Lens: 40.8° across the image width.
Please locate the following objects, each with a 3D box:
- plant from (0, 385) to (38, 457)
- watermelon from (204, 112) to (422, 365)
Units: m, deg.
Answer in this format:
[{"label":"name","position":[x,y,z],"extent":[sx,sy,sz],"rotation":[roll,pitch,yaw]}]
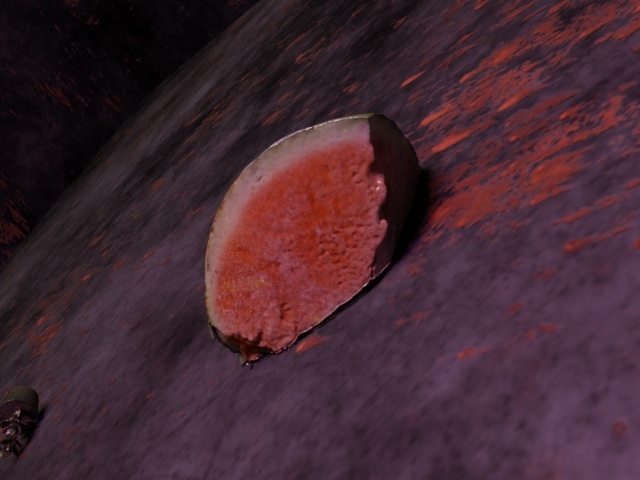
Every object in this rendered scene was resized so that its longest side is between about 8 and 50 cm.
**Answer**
[{"label":"plant","position":[-0.371,0.220,1.048],"extent":[0.051,0.051,0.102],"rotation":[-42,24,11]},{"label":"watermelon","position":[-0.007,-0.017,0.721],"extent":[0.231,0.128,0.146],"rotation":[-39,2,24]}]
